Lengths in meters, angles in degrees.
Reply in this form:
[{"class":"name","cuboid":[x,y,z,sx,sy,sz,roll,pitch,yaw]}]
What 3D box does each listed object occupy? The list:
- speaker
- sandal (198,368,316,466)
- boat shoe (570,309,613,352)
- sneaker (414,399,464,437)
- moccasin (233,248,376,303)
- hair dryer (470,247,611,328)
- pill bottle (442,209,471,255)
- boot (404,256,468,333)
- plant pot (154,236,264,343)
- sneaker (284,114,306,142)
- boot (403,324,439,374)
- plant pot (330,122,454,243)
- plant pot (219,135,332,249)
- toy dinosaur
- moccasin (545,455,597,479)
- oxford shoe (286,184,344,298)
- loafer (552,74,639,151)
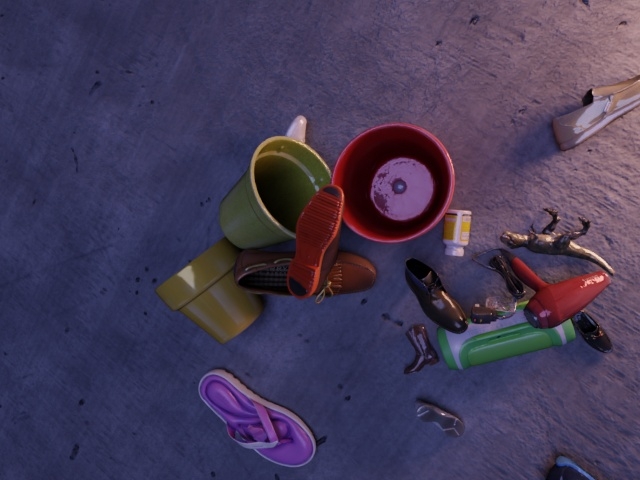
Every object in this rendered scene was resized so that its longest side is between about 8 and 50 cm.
[{"class":"speaker","cuboid":[0.447,0.228,1.070,0.296,0.131,0.131,-20,87,17]},{"class":"sandal","cuboid":[-0.211,0.553,1.308,0.416,0.102,0.169,28,101,14]},{"class":"boat shoe","cuboid":[0.654,0.220,1.050,0.049,0.042,0.133,-41,83,13]},{"class":"sneaker","cuboid":[0.319,0.472,1.166,0.152,0.061,0.054,32,95,-6]},{"class":"moccasin","cuboid":[-0.035,0.093,1.147,0.379,0.147,0.139,9,114,-15]},{"class":"hair dryer","cuboid":[0.493,0.096,0.997,0.293,0.080,0.224,2,56,26]},{"class":"pill bottle","cuboid":[0.349,-0.020,1.118,0.065,0.065,0.116,6,95,17]},{"class":"boot","cuboid":[0.277,0.133,1.081,0.082,0.106,0.219,-38,52,-2]},{"class":"plant pot","cuboid":[-0.297,0.154,1.249,0.254,0.254,0.239,-35,97,16]},{"class":"sneaker","cuboid":[-0.065,-0.242,1.235,0.094,0.080,0.212,25,110,10]},{"class":"boot","cuboid":[0.252,0.294,1.181,0.106,0.037,0.114,-27,88,4]},{"class":"plant pot","cuboid":[0.187,-0.133,1.069,0.274,0.243,0.275,1,94,17]},{"class":"plant pot","cuboid":[-0.133,-0.092,1.151,0.254,0.276,0.276,-25,85,44]},{"class":"toy dinosaur","cuboid":[0.580,-0.008,1.052,0.268,0.064,0.118,16,104,14]},{"class":"moccasin","cuboid":[0.693,0.672,1.027,0.342,0.137,0.117,39,90,25]},{"class":"oxford shoe","cuboid":[0.000,0.000,1.004,0.097,0.098,0.271,29,109,26]},{"class":"loafer","cuboid":[0.653,-0.317,0.987,0.268,0.102,0.092,-38,88,16]}]
